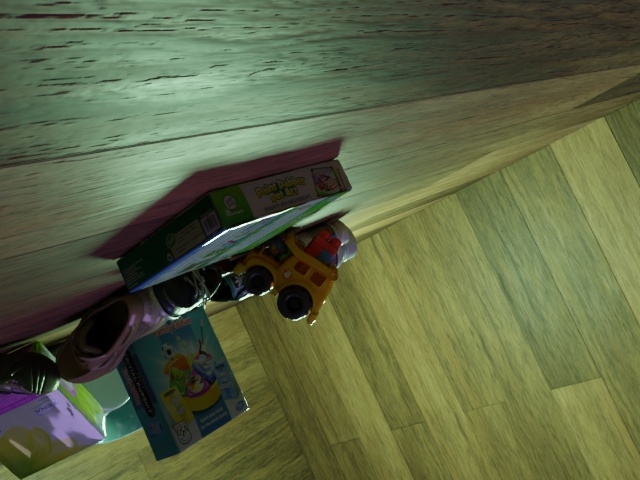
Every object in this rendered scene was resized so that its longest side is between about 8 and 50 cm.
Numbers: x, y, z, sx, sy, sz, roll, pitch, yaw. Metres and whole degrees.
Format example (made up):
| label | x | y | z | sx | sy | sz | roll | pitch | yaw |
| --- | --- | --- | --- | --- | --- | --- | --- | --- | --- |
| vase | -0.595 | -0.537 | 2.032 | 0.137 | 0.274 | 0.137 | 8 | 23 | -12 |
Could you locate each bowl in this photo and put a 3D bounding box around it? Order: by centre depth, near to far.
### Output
| label | x | y | z | sx | sy | sz | roll | pitch | yaw |
| --- | --- | --- | --- | --- | --- | --- | --- | --- | --- |
| bowl | -0.564 | 0.428 | 2.041 | 0.312 | 0.163 | 0.311 | -29 | 157 | -14 |

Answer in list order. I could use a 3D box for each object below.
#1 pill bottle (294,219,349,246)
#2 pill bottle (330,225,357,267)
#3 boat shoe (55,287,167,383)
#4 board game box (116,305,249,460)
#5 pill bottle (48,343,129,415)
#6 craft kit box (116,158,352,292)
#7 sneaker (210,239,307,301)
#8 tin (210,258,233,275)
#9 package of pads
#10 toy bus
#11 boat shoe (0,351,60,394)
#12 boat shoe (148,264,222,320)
| label | x | y | z | sx | sy | sz | roll | pitch | yaw |
| --- | --- | --- | --- | --- | --- | --- | --- | --- | --- |
| pill bottle | 0.000 | 0.000 | 1.811 | 0.137 | 0.078 | 0.078 | -23 | 176 | -28 |
| pill bottle | -0.017 | 0.039 | 1.905 | 0.221 | 0.121 | 0.121 | -23 | 175 | -29 |
| boat shoe | -0.437 | 0.186 | 1.394 | 0.341 | 0.121 | 0.110 | -39 | 165 | 29 |
| board game box | -0.322 | 0.275 | 1.576 | 0.079 | 0.336 | 0.254 | -27 | 176 | 29 |
| pill bottle | -0.670 | 0.392 | 1.816 | 0.392 | 0.224 | 0.224 | -27 | 176 | 31 |
| craft kit box | -0.120 | -0.021 | 0.996 | 0.247 | 0.060 | 0.250 | -17 | 172 | -47 |
| sneaker | -0.165 | 0.089 | 1.750 | 0.302 | 0.108 | 0.121 | -25 | -179 | 25 |
| tin | -0.270 | 0.085 | 1.598 | 0.106 | 0.040 | 0.190 | -22 | 178 | 28 |
| package of pads | -0.627 | 0.369 | 1.542 | 0.229 | 0.101 | 0.296 | -25 | 131 | -3 |
| toy bus | -0.059 | 0.053 | 1.620 | 0.211 | 0.220 | 0.149 | -56 | -176 | 8 |
| boat shoe | -0.593 | 0.250 | 1.343 | 0.074 | 0.080 | 0.223 | -7 | 163 | 23 |
| boat shoe | -0.248 | 0.089 | 1.348 | 0.079 | 0.095 | 0.254 | -24 | 178 | 9 |
